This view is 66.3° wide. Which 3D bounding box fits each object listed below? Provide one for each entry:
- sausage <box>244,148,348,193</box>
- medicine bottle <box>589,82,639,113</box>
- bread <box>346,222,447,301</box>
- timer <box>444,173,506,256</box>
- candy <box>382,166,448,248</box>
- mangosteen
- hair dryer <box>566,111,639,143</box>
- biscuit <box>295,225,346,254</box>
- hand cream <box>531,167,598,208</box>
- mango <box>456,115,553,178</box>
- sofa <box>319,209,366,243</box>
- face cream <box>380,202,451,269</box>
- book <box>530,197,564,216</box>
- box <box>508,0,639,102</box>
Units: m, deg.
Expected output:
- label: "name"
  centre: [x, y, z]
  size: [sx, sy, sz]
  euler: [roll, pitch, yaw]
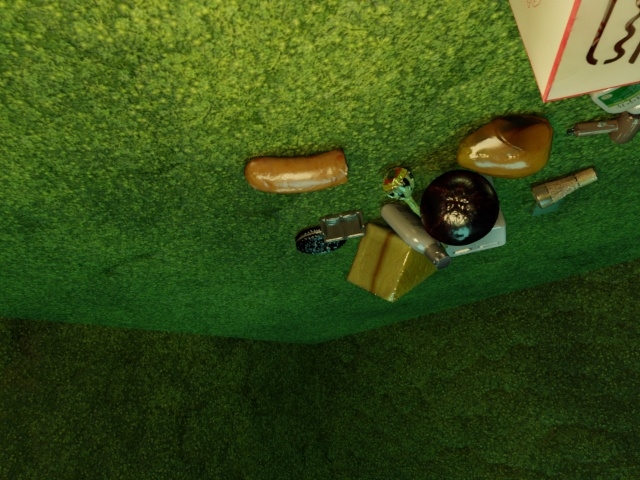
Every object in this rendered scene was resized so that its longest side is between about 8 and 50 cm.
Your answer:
- label: "sausage"
  centre: [-0.061, -0.175, 1.272]
  size: [0.271, 0.108, 0.109]
  euler: [-4, 158, -2]
- label: "medicine bottle"
  centre: [0.708, -0.353, 1.137]
  size: [0.183, 0.069, 0.119]
  euler: [10, 150, -41]
- label: "bread"
  centre: [0.324, 0.082, 1.813]
  size: [0.362, 0.244, 0.233]
  euler: [9, -169, -45]
- label: "timer"
  centre: [0.474, -0.079, 1.574]
  size: [0.193, 0.194, 0.194]
  euler: [-14, 159, 16]
- label: "candy"
  centre: [0.292, -0.091, 1.440]
  size: [0.091, 0.083, 0.305]
  euler: [-39, 107, 14]
- label: "mangosteen"
  centre: [0.387, -0.090, 1.360]
  size: [0.216, 0.215, 0.216]
  euler: [-7, 159, -3]
- label: "hair dryer"
  centre: [0.751, -0.302, 1.300]
  size: [0.182, 0.063, 0.117]
  euler: [-6, 158, 11]
- label: "biscuit"
  centre: [0.000, 0.000, 1.799]
  size: [0.195, 0.053, 0.194]
  euler: [-8, 159, -3]
- label: "hand cream"
  centre: [0.806, -0.181, 1.612]
  size: [0.203, 0.083, 0.084]
  euler: [-27, 153, 24]
- label: "mango"
  centre: [0.473, -0.229, 1.281]
  size: [0.236, 0.136, 0.166]
  euler: [3, 164, -5]
- label: "sofa"
  centre: [0.076, -0.047, 1.664]
  size: [0.147, 0.085, 0.060]
  euler: [-10, 162, 6]
- label: "face cream"
  centre: [0.310, -0.017, 1.565]
  size: [0.144, 0.291, 0.070]
  euler: [9, 120, -38]
- label: "book"
  centre: [0.836, -0.130, 1.815]
  size: [0.103, 0.017, 0.135]
  euler: [-14, 159, 8]
- label: "box"
  centre: [0.406, -0.399, 0.586]
  size: [0.300, 0.312, 0.314]
  euler: [-10, 158, 9]
